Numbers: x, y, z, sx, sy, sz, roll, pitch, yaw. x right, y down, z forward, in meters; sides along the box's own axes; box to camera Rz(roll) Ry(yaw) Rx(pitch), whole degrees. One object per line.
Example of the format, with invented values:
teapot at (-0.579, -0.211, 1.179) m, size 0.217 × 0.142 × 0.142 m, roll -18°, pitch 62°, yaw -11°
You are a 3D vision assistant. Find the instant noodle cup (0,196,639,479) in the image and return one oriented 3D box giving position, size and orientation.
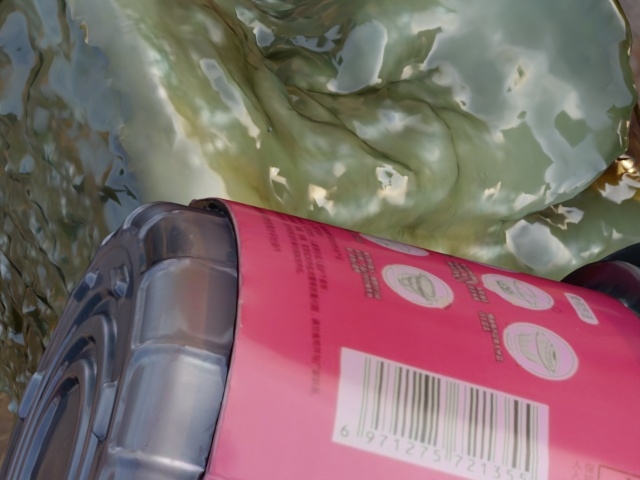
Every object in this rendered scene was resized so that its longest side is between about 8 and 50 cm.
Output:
instant noodle cup at (0.001, 0.096, 0.488) m, size 0.181 × 0.302 × 0.258 m, roll 20°, pitch 89°, yaw -16°

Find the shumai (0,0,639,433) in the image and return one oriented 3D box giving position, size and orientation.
shumai at (0.000, 0.000, 0.794) m, size 0.323 × 0.397 × 0.324 m, roll -20°, pitch 50°, yaw -21°
